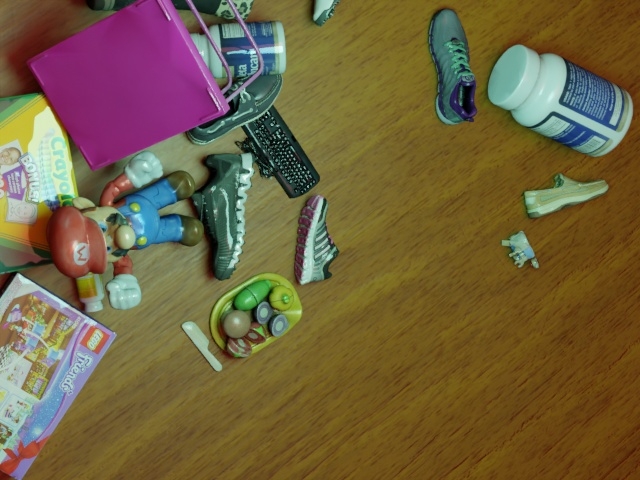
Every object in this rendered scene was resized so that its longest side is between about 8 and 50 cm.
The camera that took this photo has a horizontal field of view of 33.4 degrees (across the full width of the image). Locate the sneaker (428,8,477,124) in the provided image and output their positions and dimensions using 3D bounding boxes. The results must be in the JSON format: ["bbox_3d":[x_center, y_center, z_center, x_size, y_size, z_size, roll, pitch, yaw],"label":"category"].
[{"bbox_3d":[0.268,-0.335,2.044,0.083,0.098,0.223,-11,99,-22],"label":"sneaker"}]

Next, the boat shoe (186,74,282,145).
[{"bbox_3d":[-0.146,-0.242,1.883,0.206,0.065,0.075,-38,86,-15],"label":"boat shoe"}]

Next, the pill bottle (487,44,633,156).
[{"bbox_3d":[0.471,-0.278,2.108,0.265,0.153,0.153,21,86,-24],"label":"pill bottle"}]

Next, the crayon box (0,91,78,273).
[{"bbox_3d":[-0.490,-0.096,1.747,0.165,0.081,0.278,-12,99,-22],"label":"crayon box"}]

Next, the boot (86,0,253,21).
[{"bbox_3d":[-0.235,-0.554,1.785,0.284,0.138,0.377,6,96,-23],"label":"boot"}]

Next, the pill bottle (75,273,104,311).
[{"bbox_3d":[-0.395,0.079,1.825,0.043,0.043,0.083,-12,99,-22],"label":"pill bottle"}]

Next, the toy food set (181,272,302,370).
[{"bbox_3d":[-0.125,0.149,1.933,0.218,0.071,0.128,-33,106,-17],"label":"toy food set"}]

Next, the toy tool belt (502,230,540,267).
[{"bbox_3d":[0.406,0.026,2.170,0.051,0.052,0.083,-25,103,13],"label":"toy tool belt"}]

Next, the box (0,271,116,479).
[{"bbox_3d":[-0.507,0.225,1.782,0.201,0.057,0.293,36,80,-21],"label":"box"}]

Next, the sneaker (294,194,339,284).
[{"bbox_3d":[0.000,0.000,1.980,0.075,0.063,0.170,5,98,-23],"label":"sneaker"}]

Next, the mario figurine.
[{"bbox_3d":[-0.296,-0.017,1.726,0.198,0.170,0.320,50,34,9],"label":"mario figurine"}]

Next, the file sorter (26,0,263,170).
[{"bbox_3d":[-0.268,-0.276,1.696,0.202,0.291,0.182,61,35,-16],"label":"file sorter"}]

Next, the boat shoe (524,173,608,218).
[{"bbox_3d":[0.505,-0.104,2.189,0.190,0.068,0.072,-18,90,-21],"label":"boat shoe"}]

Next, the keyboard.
[{"bbox_3d":[-0.079,-0.159,1.944,0.100,0.038,0.192,-40,108,-15],"label":"keyboard"}]

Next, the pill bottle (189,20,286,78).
[{"bbox_3d":[-0.149,-0.331,1.857,0.169,0.094,0.094,-5,97,-7],"label":"pill bottle"}]

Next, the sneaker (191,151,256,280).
[{"bbox_3d":[-0.184,-0.048,1.891,0.106,0.078,0.234,9,89,-19],"label":"sneaker"}]

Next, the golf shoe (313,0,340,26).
[{"bbox_3d":[0.002,-0.487,1.936,0.094,0.077,0.198,16,81,-13],"label":"golf shoe"}]
